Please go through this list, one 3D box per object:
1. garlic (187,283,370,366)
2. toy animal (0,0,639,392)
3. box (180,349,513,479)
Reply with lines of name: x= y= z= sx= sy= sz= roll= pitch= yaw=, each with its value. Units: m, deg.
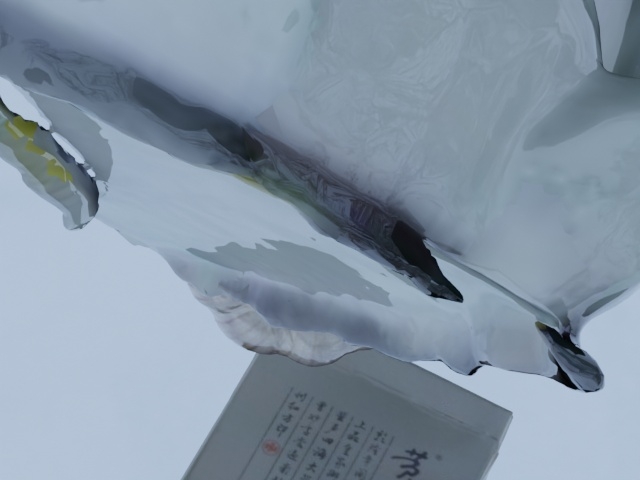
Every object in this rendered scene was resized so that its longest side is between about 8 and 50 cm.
garlic: x=0.000 y=0.000 z=1.180 sx=0.159 sy=0.102 sz=0.147 roll=-36 pitch=101 yaw=1
toy animal: x=0.036 y=-0.101 z=0.427 sx=0.174 sy=0.249 sz=0.289 roll=24 pitch=99 yaw=17
box: x=-0.018 y=0.233 z=1.465 sx=0.204 sy=0.051 sz=0.365 roll=26 pitch=58 yaw=9
